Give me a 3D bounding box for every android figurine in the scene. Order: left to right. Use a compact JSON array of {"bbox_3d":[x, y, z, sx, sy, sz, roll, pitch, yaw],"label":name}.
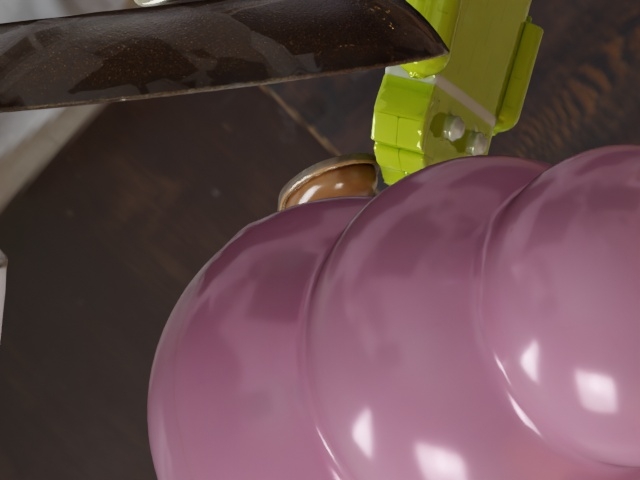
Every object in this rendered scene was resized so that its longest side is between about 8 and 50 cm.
[{"bbox_3d":[0.109,-0.144,1.425,0.056,0.248,0.272,14,85,22],"label":"android figurine"}]

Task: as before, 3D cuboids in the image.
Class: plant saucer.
[{"bbox_3d":[-0.082,-0.114,1.075,0.311,0.310,0.050,-3,97,25],"label":"plant saucer"}]

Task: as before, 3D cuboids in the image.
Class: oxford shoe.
[{"bbox_3d":[0.000,0.000,1.477,0.076,0.212,0.076,-4,63,-24],"label":"oxford shoe"}]

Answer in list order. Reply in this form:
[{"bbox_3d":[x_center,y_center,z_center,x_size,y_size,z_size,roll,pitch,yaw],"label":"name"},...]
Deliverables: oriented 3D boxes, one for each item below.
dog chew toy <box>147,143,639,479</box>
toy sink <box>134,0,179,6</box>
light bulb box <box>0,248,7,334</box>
[{"bbox_3d":[0.068,0.057,0.815,0.332,0.207,0.206,-27,52,49],"label":"dog chew toy"},{"bbox_3d":[-0.136,-0.258,1.115,0.153,0.131,0.234,-5,98,51],"label":"toy sink"},{"bbox_3d":[-0.379,0.041,0.840,0.361,0.358,0.225,42,131,44],"label":"light bulb box"}]
